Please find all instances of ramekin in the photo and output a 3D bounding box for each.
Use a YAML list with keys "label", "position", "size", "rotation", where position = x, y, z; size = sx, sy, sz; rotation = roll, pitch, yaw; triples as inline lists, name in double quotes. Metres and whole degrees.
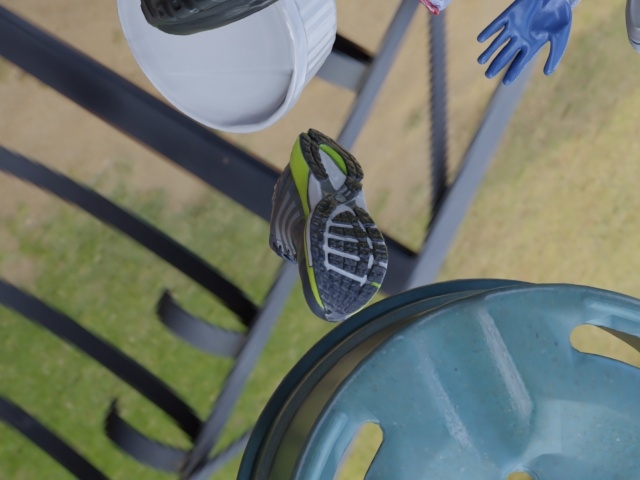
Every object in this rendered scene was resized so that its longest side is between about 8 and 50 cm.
- label: "ramekin"
  position: [-0.103, -0.273, 1.821]
  size: [0.127, 0.273, 0.273]
  rotation: [-43, 150, -41]

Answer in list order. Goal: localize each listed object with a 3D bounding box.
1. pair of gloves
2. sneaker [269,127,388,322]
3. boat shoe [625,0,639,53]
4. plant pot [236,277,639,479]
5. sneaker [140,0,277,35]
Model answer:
- label: "pair of gloves"
  position: [0.195, -0.264, 1.607]
  size: [0.159, 0.198, 0.023]
  rotation: [-45, -167, 4]
- label: "sneaker"
  position: [0.000, 0.000, 1.832]
  size: [0.111, 0.300, 0.121]
  rotation: [22, 124, -21]
- label: "boat shoe"
  position: [0.310, -0.276, 1.377]
  size: [0.076, 0.083, 0.226]
  rotation: [33, 66, -38]
- label: "plant pot"
  position: [0.107, 0.168, 0.844]
  size: [0.341, 0.341, 0.334]
  rotation: [-54, 174, -6]
- label: "sneaker"
  position: [0.020, -0.192, 0.939]
  size: [0.286, 0.109, 0.130]
  rotation: [-23, 147, 20]
